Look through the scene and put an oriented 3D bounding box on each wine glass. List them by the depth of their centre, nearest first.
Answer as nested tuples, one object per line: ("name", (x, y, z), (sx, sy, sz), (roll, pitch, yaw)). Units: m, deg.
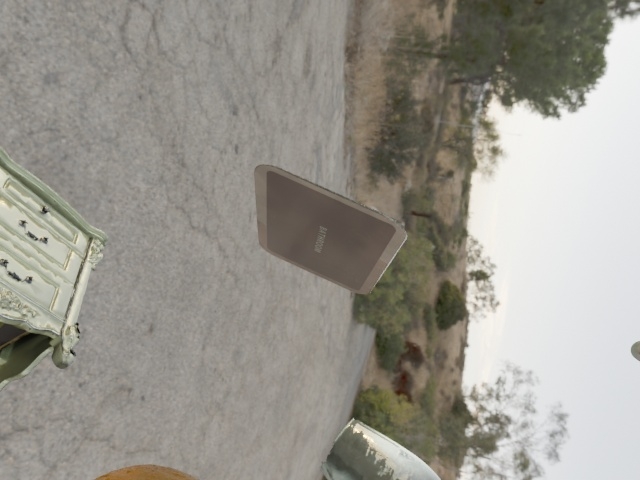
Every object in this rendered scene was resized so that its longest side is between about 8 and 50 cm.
("wine glass", (0.102, 0.344, 0.701), (0.111, 0.204, 0.111), (-46, 156, -27))

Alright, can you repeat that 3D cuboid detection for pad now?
("pad", (0.000, 0.000, 0.627), (0.266, 0.176, 0.002), (103, 12, -68))

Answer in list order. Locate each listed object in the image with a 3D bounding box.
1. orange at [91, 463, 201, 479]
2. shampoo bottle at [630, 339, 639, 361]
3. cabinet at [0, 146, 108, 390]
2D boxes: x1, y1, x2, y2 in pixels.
("orange", (-0.187, 0.373, 0.507), (0.274, 0.274, 0.275), (9, 90, -79))
("shampoo bottle", (0.614, 0.221, 0.929), (0.043, 0.099, 0.072), (-54, -164, 4))
("cabinet", (-0.567, 0.058, 0.865), (0.290, 0.227, 0.318), (52, 16, -37))
